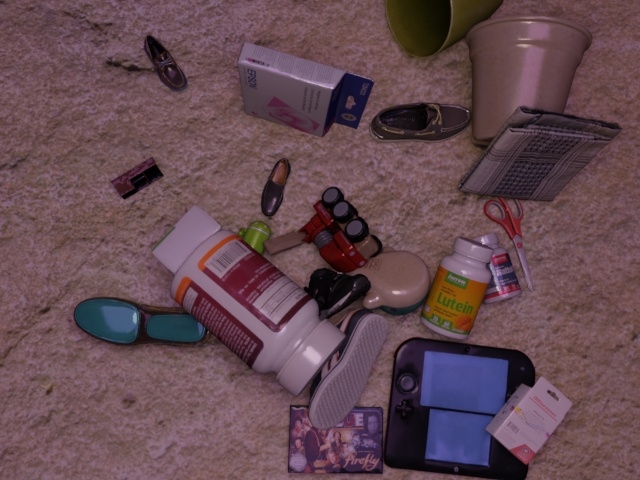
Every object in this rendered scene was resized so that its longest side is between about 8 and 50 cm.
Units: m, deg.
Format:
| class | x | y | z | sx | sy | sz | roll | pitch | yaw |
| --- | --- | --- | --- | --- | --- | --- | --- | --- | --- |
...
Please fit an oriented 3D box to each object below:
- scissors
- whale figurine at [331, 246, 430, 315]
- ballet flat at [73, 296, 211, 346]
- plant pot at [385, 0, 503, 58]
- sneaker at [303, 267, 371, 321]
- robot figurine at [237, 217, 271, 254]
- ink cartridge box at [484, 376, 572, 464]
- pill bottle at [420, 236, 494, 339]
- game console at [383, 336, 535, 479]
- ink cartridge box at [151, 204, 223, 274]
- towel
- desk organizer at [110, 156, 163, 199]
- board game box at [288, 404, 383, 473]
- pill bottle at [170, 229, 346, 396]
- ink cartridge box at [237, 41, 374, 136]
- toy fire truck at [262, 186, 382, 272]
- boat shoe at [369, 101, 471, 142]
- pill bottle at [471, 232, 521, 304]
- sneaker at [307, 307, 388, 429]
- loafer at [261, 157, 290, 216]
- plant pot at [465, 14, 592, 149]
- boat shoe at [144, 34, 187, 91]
| class | x | y | z | sx | sy | sz | roll | pitch | yaw |
| --- | --- | --- | --- | --- | --- | --- | --- | --- | --- |
| scissors | 0.572 | -0.006 | 1.635 | 0.109 | 0.021 | 0.297 | -25 | 80 | -11 |
| whale figurine | 0.157 | 0.112 | 1.536 | 0.272 | 0.141 | 0.216 | 9 | 48 | 18 |
| ballet flat | -0.447 | 0.216 | 1.467 | 0.349 | 0.123 | 0.123 | 6 | 78 | 0 |
| plant pot | 0.387 | -0.705 | 1.656 | 0.293 | 0.275 | 0.274 | -26 | 82 | -25 |
| sneaker | 0.022 | 0.122 | 1.435 | 0.107 | 0.283 | 0.124 | -29 | 81 | -29 |
| robot figurine | -0.176 | -0.002 | 1.553 | 0.101 | 0.067 | 0.115 | 24 | 77 | -2 |
| ink cartridge box | 0.536 | 0.454 | 1.469 | 0.115 | 0.067 | 0.198 | 42 | 85 | 0 |
| pill bottle | 0.364 | 0.121 | 1.497 | 0.136 | 0.136 | 0.245 | 18 | 100 | -1 |
| game console | 0.370 | 0.444 | 1.513 | 0.387 | 0.060 | 0.342 | 8 | 78 | -2 |
| ink cartridge box | -0.322 | 0.023 | 1.461 | 0.092 | 0.219 | 0.160 | 40 | 78 | 8 |
| towel | 0.571 | -0.210 | 1.507 | 0.312 | 0.324 | 0.056 | 6 | 55 | -15 |
| desk organizer | -0.502 | -0.170 | 1.572 | 0.130 | 0.047 | 0.050 | -34 | 86 | -10 |
| board game box | 0.039 | 0.514 | 1.481 | 0.243 | 0.042 | 0.165 | 2 | 78 | -4 |
| pill bottle | -0.145 | 0.174 | 1.370 | 0.392 | 0.224 | 0.224 | 39 | 79 | 10 |
| ink cartridge box | -0.046 | -0.373 | 1.505 | 0.330 | 0.324 | 0.071 | 17 | 79 | 0 |
| toy fire truck | 0.000 | 0.000 | 1.509 | 0.246 | 0.158 | 0.217 | -39 | 49 | 7 |
| boat shoe | 0.296 | -0.344 | 1.644 | 0.305 | 0.091 | 0.109 | -7 | 80 | -6 |
| pill bottle | 0.471 | 0.076 | 1.567 | 0.108 | 0.108 | 0.180 | -16 | 81 | -7 |
| sneaker | 0.054 | 0.324 | 1.476 | 0.126 | 0.127 | 0.321 | 36 | 81 | -32 |
| loafer | -0.127 | -0.151 | 1.589 | 0.062 | 0.061 | 0.170 | 14 | 79 | -3 |
| plant pot | 0.554 | -0.408 | 1.585 | 0.334 | 0.334 | 0.305 | 8 | 89 | -3 |
| boat shoe | -0.450 | -0.507 | 1.631 | 0.066 | 0.066 | 0.183 | -38 | 84 | -10 |
